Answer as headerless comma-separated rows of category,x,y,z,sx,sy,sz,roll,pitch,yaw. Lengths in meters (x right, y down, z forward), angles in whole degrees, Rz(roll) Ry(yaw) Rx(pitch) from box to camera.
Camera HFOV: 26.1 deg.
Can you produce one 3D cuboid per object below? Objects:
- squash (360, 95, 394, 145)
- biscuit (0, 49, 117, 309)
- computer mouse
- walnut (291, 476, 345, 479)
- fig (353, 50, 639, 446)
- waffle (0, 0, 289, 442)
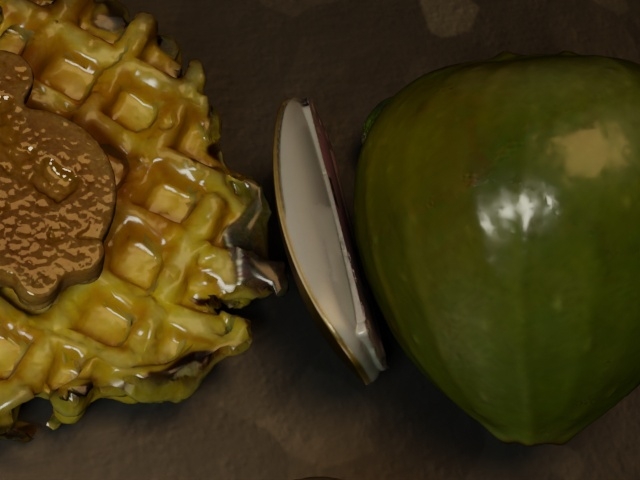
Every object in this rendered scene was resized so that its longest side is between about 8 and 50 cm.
squash,0.197,-0.078,1.268,0.331,0.087,0.087,11,56,-13
biscuit,-0.256,-0.057,1.018,0.249,0.035,0.184,33,61,0
computer mouse,0.000,0.000,1.120,0.056,0.126,0.245,-16,65,6
walnut,0.014,0.242,0.967,0.162,0.140,0.140,32,54,5
fig,0.172,0.009,1.088,0.316,0.316,0.316,9,57,-14
waffle,-0.233,-0.028,1.078,0.380,0.095,0.382,-11,66,-24
